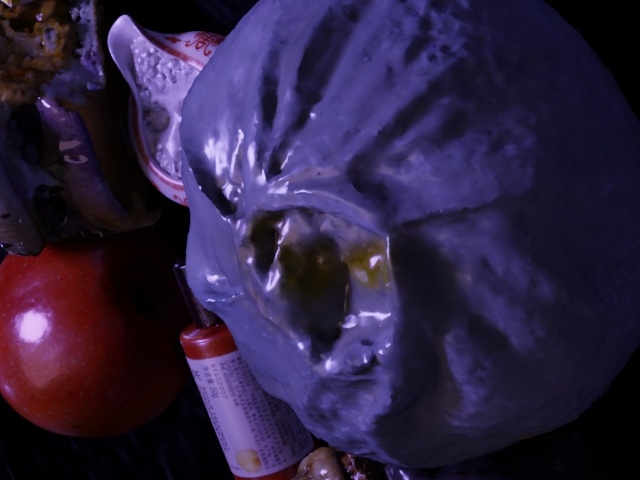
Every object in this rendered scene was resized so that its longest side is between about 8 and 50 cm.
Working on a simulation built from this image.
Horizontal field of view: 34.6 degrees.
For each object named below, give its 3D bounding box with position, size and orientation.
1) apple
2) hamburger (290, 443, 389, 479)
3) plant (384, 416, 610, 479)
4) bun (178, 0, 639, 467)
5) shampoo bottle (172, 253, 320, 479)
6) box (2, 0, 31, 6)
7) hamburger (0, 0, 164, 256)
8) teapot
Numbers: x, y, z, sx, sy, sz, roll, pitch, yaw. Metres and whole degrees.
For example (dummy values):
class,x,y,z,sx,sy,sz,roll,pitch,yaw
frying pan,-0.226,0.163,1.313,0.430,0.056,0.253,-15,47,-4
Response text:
class,x,y,z,sx,sy,sz,roll,pitch,yaw
apple,-0.254,0.100,1.201,0.217,0.260,0.260,-28,90,35
hamburger,0.060,0.279,1.034,0.183,0.130,0.206,58,168,9
plant,0.161,0.293,0.824,0.194,0.182,0.320,2,110,55
bun,0.046,-0.012,0.689,0.362,0.211,0.361,19,120,37
shampoo bottle,-0.088,0.139,1.134,0.104,0.104,0.278,2,115,55
box,-0.307,-0.340,1.024,0.265,0.168,0.097,35,138,34
hamburger,-0.282,-0.128,1.055,0.318,0.195,0.276,-108,6,-47
teapot,-0.101,-0.100,0.945,0.159,0.116,0.245,-40,74,20
